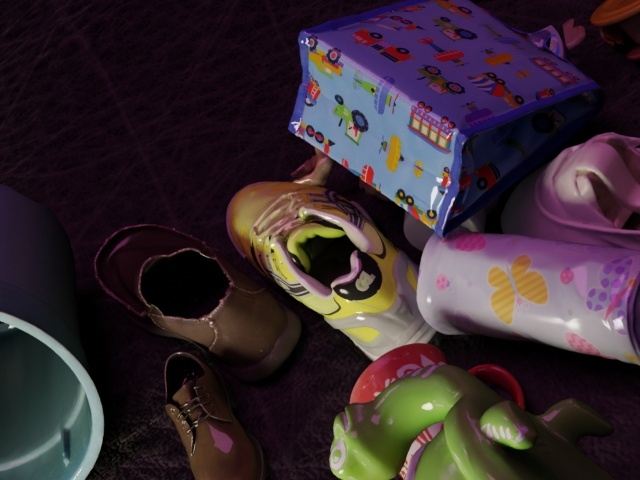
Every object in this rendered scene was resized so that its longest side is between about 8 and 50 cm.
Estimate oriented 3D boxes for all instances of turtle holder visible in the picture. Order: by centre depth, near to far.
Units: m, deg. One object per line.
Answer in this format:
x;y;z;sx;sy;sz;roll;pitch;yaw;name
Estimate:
0.142;0.244;1.161;0.227;0.320;0.243;-53;-2;14;turtle holder

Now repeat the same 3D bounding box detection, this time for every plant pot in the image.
-0.433;0.115;1.746;0.341;0.341;0.334;-31;33;13;plant pot

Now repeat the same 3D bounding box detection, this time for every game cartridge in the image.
0.263;-0.219;1.707;0.056;0.017;0.083;-23;42;17;game cartridge

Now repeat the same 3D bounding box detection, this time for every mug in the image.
0.127;0.180;1.373;0.150;0.113;0.169;-41;42;3;mug

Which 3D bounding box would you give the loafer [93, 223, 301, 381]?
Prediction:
-0.165;0.044;1.723;0.366;0.130;0.134;20;68;48;loafer

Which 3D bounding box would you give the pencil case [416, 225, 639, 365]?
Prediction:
0.225;0.052;1.408;0.273;0.124;0.113;7;88;45;pencil case

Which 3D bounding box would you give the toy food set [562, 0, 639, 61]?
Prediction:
0.378;-0.254;1.611;0.218;0.071;0.128;-30;14;9;toy food set

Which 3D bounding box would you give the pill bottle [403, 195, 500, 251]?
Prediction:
0.145;-0.089;1.601;0.117;0.117;0.208;-15;45;29;pill bottle

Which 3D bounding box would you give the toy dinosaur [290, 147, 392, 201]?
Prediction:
0.042;-0.156;1.670;0.296;0.127;0.200;-68;-10;-85;toy dinosaur

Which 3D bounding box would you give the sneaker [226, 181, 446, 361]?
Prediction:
0.000;0.000;1.615;0.145;0.147;0.384;-50;38;-7;sneaker

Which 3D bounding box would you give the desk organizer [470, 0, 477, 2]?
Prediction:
0.196;-0.340;1.851;0.130;0.047;0.050;-23;40;21;desk organizer

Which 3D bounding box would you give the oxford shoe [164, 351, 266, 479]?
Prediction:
-0.127;0.206;1.570;0.083;0.096;0.227;-37;40;2;oxford shoe

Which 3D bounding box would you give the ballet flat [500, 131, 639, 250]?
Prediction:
0.326;-0.047;1.402;0.400;0.139;0.139;10;61;45;ballet flat

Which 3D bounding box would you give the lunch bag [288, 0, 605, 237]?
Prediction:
0.149;-0.168;1.521;0.221;0.138;0.293;37;49;27;lunch bag
